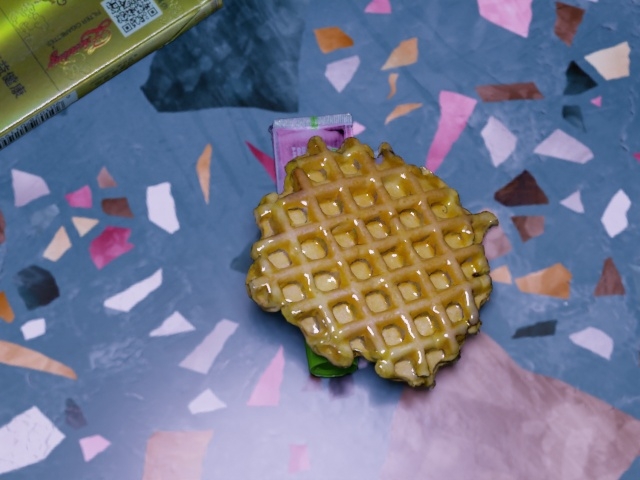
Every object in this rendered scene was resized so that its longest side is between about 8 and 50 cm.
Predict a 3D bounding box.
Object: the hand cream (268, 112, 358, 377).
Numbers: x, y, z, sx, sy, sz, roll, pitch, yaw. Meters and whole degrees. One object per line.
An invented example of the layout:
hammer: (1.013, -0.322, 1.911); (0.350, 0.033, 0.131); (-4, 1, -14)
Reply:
hand cream: (0.000, 0.000, 1.875); (0.079, 0.050, 0.275); (6, 66, -26)

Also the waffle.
waffle: (0.053, 0.016, 1.831); (0.254, 0.052, 0.245); (27, 61, -2)

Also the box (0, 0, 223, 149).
box: (-0.276, -0.231, 1.931); (0.311, 0.043, 0.173); (-35, 78, -10)
